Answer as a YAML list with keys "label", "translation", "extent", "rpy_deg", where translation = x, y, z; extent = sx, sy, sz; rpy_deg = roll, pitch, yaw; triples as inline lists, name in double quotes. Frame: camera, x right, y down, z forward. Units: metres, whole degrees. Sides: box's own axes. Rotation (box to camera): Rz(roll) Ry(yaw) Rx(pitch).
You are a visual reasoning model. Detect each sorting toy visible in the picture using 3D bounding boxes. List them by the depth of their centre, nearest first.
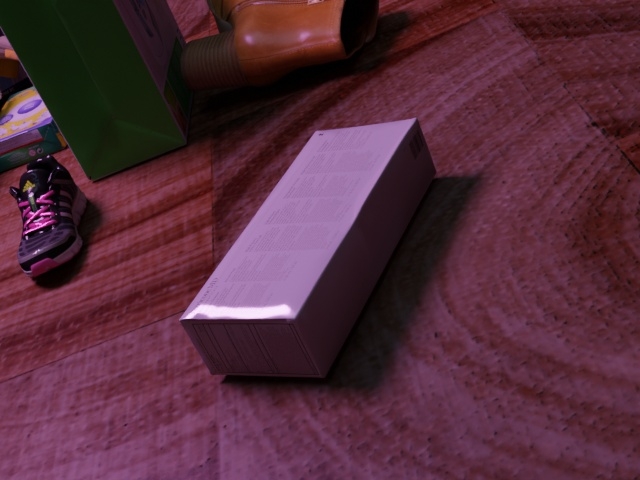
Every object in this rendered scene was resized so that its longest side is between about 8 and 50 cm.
- label: "sorting toy"
  translation: [-0.484, -0.256, 1.368]
  extent: [0.348, 0.047, 0.196]
  rpy_deg: [20, 17, 40]

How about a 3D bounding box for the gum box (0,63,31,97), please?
- label: "gum box"
  translation: [-0.549, -0.246, 1.471]
  extent: [0.184, 0.041, 0.157]
  rpy_deg: [26, 50, 30]

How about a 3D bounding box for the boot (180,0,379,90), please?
- label: "boot"
  translation: [-0.032, -0.273, 1.168]
  extent: [0.211, 0.104, 0.295]
  rpy_deg: [-8, 39, 17]

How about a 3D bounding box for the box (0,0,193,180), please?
- label: "box"
  translation: [-0.251, -0.241, 1.103]
  extent: [0.127, 0.262, 0.231]
  rpy_deg: [-19, 30, 9]

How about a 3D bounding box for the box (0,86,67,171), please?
- label: "box"
  translation: [-0.361, -0.159, 1.272]
  extent: [0.105, 0.043, 0.179]
  rpy_deg: [-18, 29, 11]

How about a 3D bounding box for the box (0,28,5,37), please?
- label: "box"
  translation: [-0.540, -0.418, 1.574]
  extent: [0.165, 0.270, 0.143]
  rpy_deg: [11, 46, 45]

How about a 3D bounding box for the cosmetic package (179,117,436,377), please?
- label: "cosmetic package"
  translation: [0.000, 0.000, 0.743]
  extent: [0.099, 0.060, 0.239]
  rpy_deg: [-1, 38, 32]

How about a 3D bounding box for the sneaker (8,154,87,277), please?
- label: "sneaker"
  translation: [-0.273, -0.029, 0.973]
  extent: [0.063, 0.074, 0.170]
  rpy_deg: [-21, 31, 7]
